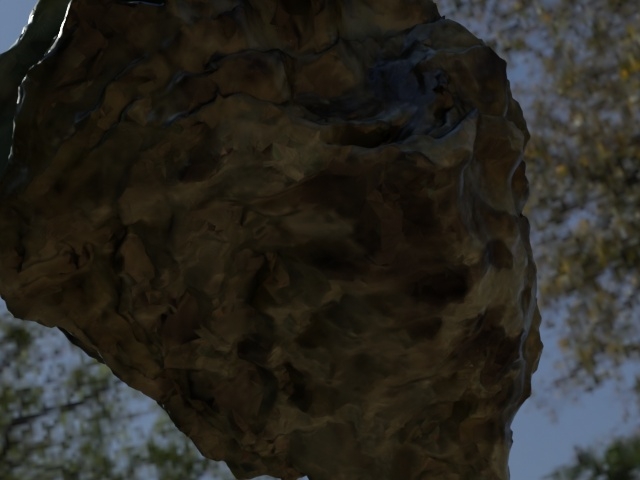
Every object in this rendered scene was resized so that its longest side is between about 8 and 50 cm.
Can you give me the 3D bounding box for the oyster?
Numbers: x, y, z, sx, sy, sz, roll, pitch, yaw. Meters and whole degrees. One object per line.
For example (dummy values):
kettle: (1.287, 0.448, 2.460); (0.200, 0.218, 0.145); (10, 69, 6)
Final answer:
oyster: (0.000, 0.000, 0.532); (0.268, 0.112, 0.198); (23, -76, -32)
